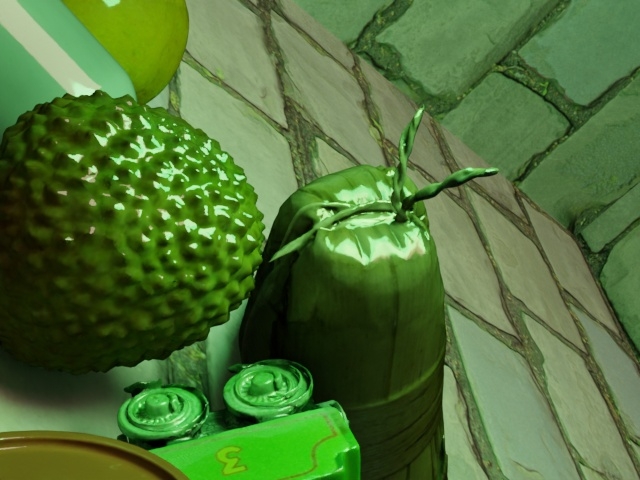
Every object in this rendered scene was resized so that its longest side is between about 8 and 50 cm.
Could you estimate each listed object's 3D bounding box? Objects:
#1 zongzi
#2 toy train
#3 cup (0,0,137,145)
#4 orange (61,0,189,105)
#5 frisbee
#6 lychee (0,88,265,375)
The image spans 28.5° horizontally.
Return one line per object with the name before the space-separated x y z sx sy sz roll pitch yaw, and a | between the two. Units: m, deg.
zongzi | -0.021 0.005 1.383 0.467 0.218 0.500 -125 -155 -45
toy train | -0.077 0.212 1.130 0.243 0.132 0.188 -12 32 -17
cup | -0.355 -0.193 1.342 0.312 0.205 0.205 47 20 -5
orange | -0.302 -0.277 1.557 0.279 0.235 0.279 34 8 -5
frisbee | -0.211 0.206 0.959 0.251 0.021 0.251 6 16 -2
lychee | -0.215 -0.004 1.182 0.270 0.320 0.270 0 90 -64
